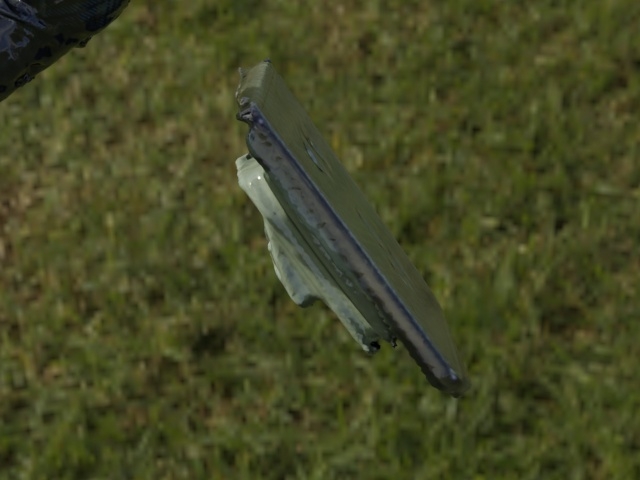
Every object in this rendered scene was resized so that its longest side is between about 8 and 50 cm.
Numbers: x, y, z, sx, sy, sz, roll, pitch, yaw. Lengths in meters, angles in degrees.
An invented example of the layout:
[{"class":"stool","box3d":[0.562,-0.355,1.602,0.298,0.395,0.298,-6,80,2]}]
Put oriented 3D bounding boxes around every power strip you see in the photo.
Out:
[{"class":"power strip","box3d":[0.000,0.000,1.178,0.064,0.213,0.198,-35,10,5]}]

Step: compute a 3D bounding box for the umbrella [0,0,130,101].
[{"class":"umbrella","box3d":[-0.200,-0.083,1.028,0.071,0.080,0.224,42,73,15]}]
